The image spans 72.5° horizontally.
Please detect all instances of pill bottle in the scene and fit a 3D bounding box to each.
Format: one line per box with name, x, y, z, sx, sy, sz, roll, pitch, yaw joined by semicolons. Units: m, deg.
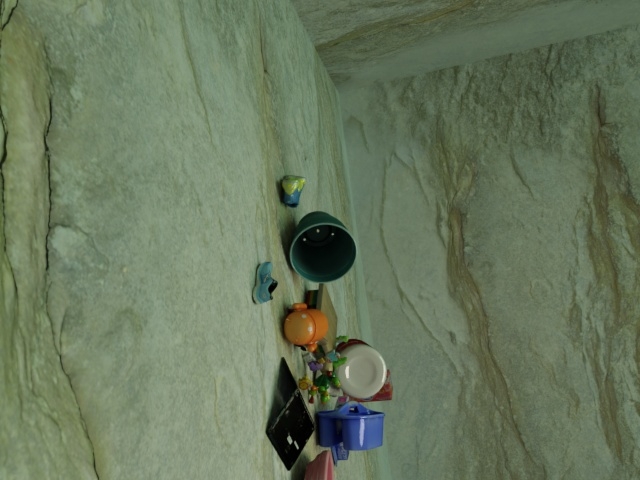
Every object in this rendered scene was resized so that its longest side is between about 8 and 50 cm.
pill bottle;0.163;0.586;2.059;0.407;0.229;0.228;112;-29;-82

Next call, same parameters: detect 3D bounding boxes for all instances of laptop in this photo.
laptop;-0.115;0.582;1.486;0.264;0.137;0.234;-50;135;-38

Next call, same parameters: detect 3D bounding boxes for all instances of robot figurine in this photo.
robot figurine;-0.053;0.322;1.626;0.219;0.128;0.157;9;95;-63

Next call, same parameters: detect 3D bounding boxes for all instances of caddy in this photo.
caddy;0.134;0.774;1.856;0.341;0.242;0.179;28;58;-55

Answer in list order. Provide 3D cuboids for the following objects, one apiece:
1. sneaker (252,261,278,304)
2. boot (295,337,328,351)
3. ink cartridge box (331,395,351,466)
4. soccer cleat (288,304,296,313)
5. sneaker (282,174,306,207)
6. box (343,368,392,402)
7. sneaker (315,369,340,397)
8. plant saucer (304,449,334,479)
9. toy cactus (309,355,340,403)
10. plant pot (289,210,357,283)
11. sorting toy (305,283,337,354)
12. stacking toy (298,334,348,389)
sneaker;-0.168;0.137;1.417;0.063;0.073;0.162;67;20;-46
boot;-0.040;0.401;1.700;0.087;0.119;0.042;-44;145;-58
ink cartridge box;0.105;0.909;2.101;0.311;0.065;0.185;-35;115;-73
soccer cleat;-0.102;0.282;1.700;0.035;0.029;0.083;-80;153;-43
sneaker;-0.120;-0.210;1.868;0.240;0.091;0.126;-49;147;-73
box;0.257;0.793;2.376;0.128;0.257;0.122;-43;122;-74
sneaker;0.020;0.652;1.911;0.212;0.080;0.094;61;36;-41
plant saucer;-0.004;0.907;1.508;0.332;0.084;0.331;-2;90;-85
toy cactus;0.009;0.544;1.719;0.219;0.112;0.180;118;-14;-51
plant pot;0.000;0.000;1.851;0.255;0.272;0.271;-104;178;-63
sorting toy;-0.003;0.364;1.929;0.255;0.090;0.257;-83;160;-49
stacking toy;0.016;0.464;1.674;0.052;0.221;0.167;54;16;-15
